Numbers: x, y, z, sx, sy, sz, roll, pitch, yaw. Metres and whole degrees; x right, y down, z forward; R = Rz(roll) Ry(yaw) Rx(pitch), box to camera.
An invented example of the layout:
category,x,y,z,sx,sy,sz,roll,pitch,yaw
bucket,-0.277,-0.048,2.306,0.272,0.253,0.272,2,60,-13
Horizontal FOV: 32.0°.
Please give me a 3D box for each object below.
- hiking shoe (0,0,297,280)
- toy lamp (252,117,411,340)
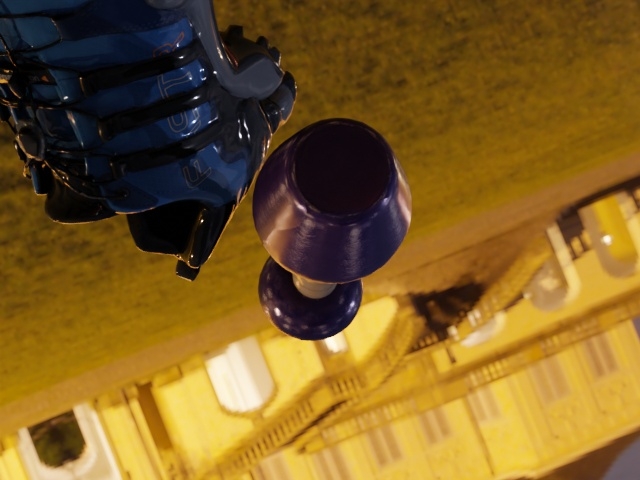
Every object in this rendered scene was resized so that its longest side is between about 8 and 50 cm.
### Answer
category,x,y,z,sx,sy,sz,roll,pitch,yaw
hiking shoe,-0.106,-0.075,0.534,0.113,0.132,0.304,11,169,30
toy lamp,0.000,0.000,0.607,0.080,0.080,0.274,-21,170,-10
